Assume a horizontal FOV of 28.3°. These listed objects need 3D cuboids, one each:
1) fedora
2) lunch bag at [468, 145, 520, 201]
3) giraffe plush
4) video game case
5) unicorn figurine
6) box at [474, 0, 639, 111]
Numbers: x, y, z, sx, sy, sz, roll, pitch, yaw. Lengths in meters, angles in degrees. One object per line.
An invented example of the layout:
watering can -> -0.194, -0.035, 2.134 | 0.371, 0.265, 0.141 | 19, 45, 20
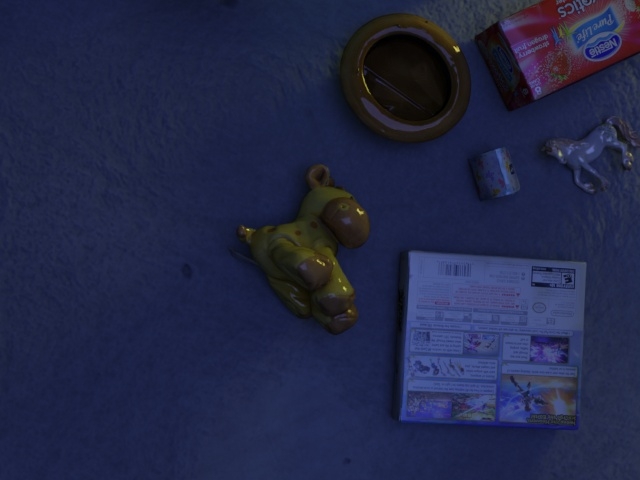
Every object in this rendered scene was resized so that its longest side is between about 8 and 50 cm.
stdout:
fedora -> 0.118, -0.226, 1.820 | 0.194, 0.079, 0.194 | 1, 83, -5
lunch bag -> 0.255, -0.096, 1.836 | 0.053, 0.083, 0.071 | -18, 90, -10
giraffe plush -> 0.000, 0.000, 1.767 | 0.210, 0.181, 0.170 | 33, 69, 27
video game case -> 0.243, 0.145, 1.835 | 0.269, 0.061, 0.244 | 4, 86, -9
unicorn figurine -> 0.397, -0.127, 1.881 | 0.162, 0.060, 0.111 | -38, 94, -25
box -> 0.374, -0.300, 1.845 | 0.257, 0.122, 0.128 | -25, 93, -10
